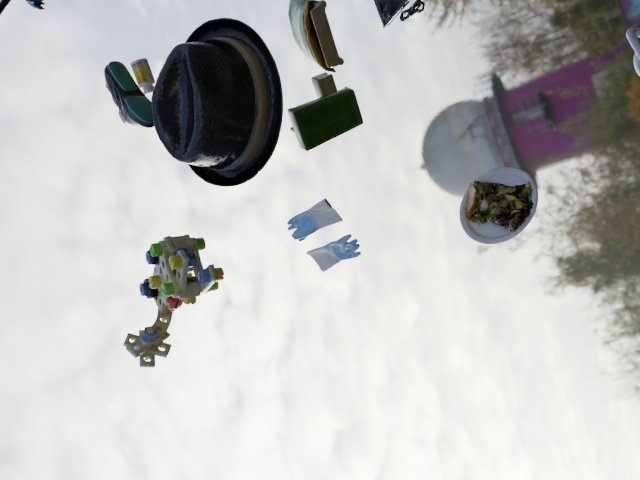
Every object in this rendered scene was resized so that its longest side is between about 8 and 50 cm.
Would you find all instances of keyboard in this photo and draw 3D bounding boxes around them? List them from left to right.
[{"bbox_3d":[0.146,-0.432,1.388,0.023,0.180,0.108,-15,-98,-24],"label":"keyboard"}]

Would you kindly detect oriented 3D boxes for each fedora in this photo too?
[{"bbox_3d":[-0.227,-0.267,1.571,0.152,0.334,0.334,-14,-95,-53],"label":"fedora"}]

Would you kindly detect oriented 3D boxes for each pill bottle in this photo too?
[{"bbox_3d":[-0.431,-0.401,1.971,0.043,0.043,0.083,-35,-73,-66],"label":"pill bottle"}]

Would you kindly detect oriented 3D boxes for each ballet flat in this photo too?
[{"bbox_3d":[-0.393,-0.284,1.662,0.203,0.074,0.074,55,-166,27],"label":"ballet flat"}]

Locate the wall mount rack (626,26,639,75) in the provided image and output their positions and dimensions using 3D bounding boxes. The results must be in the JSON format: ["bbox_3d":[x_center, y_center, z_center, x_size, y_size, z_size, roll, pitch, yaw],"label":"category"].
[{"bbox_3d":[0.611,-0.320,1.103,0.304,0.350,0.130,7,-134,-15],"label":"wall mount rack"}]

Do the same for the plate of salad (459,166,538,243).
[{"bbox_3d":[0.411,-0.087,1.884,0.048,0.200,0.199,34,-137,-45],"label":"plate of salad"}]

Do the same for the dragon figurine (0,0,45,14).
[{"bbox_3d":[-0.566,-0.541,1.594,0.085,0.144,0.289,42,-117,7],"label":"dragon figurine"}]

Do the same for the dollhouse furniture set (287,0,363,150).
[{"bbox_3d":[-0.044,-0.384,1.819,0.197,0.151,0.301,42,154,62],"label":"dollhouse furniture set"}]

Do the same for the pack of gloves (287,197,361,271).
[{"bbox_3d":[0.000,0.000,2.327,0.195,0.232,0.046,52,-127,-9],"label":"pack of gloves"}]

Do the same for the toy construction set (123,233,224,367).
[{"bbox_3d":[-0.327,0.119,1.771,0.151,0.327,0.215,4,-141,-40],"label":"toy construction set"}]
